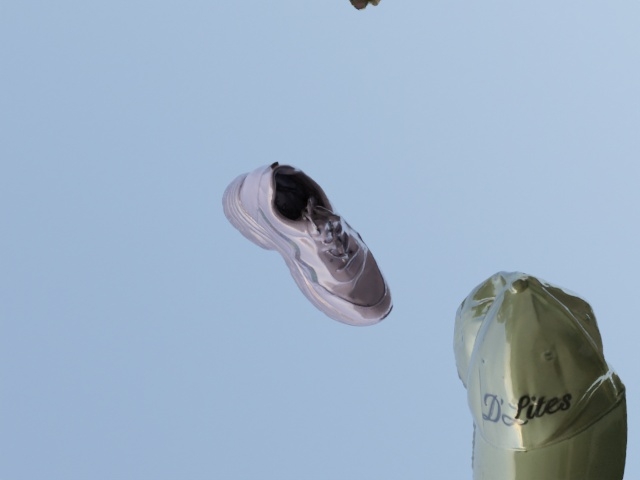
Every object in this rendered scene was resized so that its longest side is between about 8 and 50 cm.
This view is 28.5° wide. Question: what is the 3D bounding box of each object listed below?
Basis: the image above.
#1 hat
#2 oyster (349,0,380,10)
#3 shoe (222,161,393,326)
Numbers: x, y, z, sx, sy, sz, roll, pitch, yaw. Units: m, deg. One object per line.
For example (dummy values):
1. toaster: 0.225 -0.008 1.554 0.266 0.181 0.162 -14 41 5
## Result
1. hat: 0.116 0.089 0.750 0.081 0.122 0.166 37 -126 -43
2. oyster: 0.038 -0.271 1.224 0.051 0.034 0.093 -17 -58 -19
3. shoe: 0.000 0.000 1.470 0.245 0.137 0.095 42 -110 -5
